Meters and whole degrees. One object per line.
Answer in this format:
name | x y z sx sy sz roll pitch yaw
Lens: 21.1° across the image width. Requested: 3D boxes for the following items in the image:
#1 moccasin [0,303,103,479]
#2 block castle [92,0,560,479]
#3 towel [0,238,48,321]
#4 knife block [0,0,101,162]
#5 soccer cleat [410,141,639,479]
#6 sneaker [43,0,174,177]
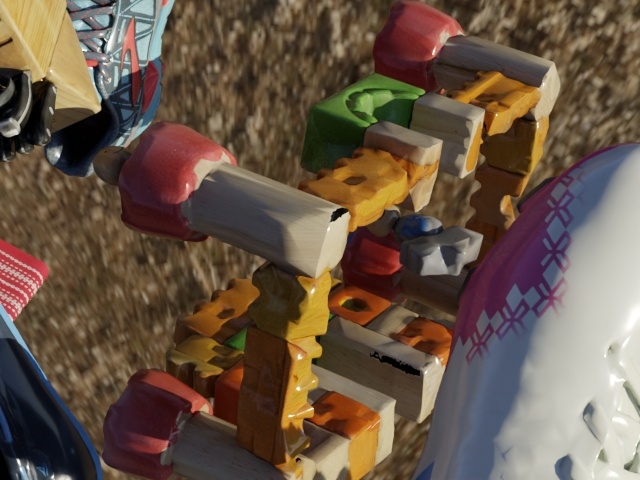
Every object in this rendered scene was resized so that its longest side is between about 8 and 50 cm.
moccasin | -0.299 0.106 1.359 0.138 0.117 0.342 -36 101 32
block castle | 0.000 0.000 1.410 0.213 0.453 0.303 21 121 24
towel | -0.392 0.033 1.713 0.199 0.275 0.031 29 110 -3
knife block | -0.253 -0.164 1.185 0.088 0.242 0.275 -23 70 9
soccer cleat | 0.088 0.124 0.707 0.116 0.143 0.331 21 104 -26
sneaker | -0.176 -0.159 1.360 0.104 0.261 0.125 13 41 12
